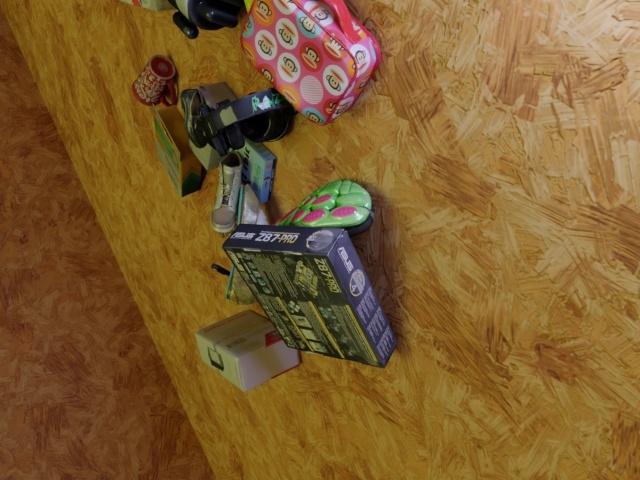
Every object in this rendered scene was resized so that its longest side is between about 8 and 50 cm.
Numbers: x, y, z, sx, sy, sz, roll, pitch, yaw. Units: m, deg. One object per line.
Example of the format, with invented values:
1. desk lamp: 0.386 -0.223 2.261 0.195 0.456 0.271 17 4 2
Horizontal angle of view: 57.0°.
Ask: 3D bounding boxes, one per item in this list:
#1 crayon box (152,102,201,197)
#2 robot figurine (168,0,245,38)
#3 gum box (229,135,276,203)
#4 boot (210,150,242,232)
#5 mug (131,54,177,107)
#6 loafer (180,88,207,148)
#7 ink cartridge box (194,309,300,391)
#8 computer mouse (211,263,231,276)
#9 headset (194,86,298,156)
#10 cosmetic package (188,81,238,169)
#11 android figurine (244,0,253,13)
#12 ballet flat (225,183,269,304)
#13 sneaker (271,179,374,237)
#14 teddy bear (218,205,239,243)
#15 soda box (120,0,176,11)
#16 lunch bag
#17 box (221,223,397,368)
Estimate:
1. crayon box: -0.482 -0.308 1.994 0.203 0.083 0.323 60 160 12
2. robot figurine: -0.304 -0.650 1.509 0.278 0.209 0.174 46 171 30
3. gum box: -0.205 -0.225 1.731 0.184 0.041 0.157 47 143 30
4. boot: -0.268 -0.141 1.693 0.213 0.077 0.165 -86 8 -48
5. mug: -0.549 -0.543 2.015 0.169 0.150 0.113 -30 47 53
6. loafer: -0.352 -0.346 1.676 0.061 0.062 0.170 6 116 46
7. ink cartridge box: -0.245 0.359 1.968 0.306 0.226 0.131 13 118 53
8. computer mouse: -0.246 0.143 1.891 0.242 0.041 0.071 28 172 -5
9. headset: -0.206 -0.322 1.488 0.394 0.243 0.185 -16 95 58
10. cosmetic package: -0.318 -0.342 1.775 0.127 0.107 0.238 53 142 22
11. android figurine: -0.110 -0.588 1.341 0.248 0.056 0.273 10 125 51
12. ballet flat: -0.196 0.014 1.706 0.123 0.123 0.349 0 82 55
13. sneaker: 0.000 0.000 1.490 0.202 0.185 0.482 44 147 -12
14. teddy bear: -0.250 0.016 1.879 0.338 0.113 0.245 55 147 20
15. soda box: -0.533 -0.779 1.830 0.286 0.098 0.091 32 133 42
16. lunch bag: -0.022 -0.415 1.233 0.293 0.120 0.258 46 146 5
17. box: -0.021 0.135 1.431 0.318 0.097 0.395 5 136 38
